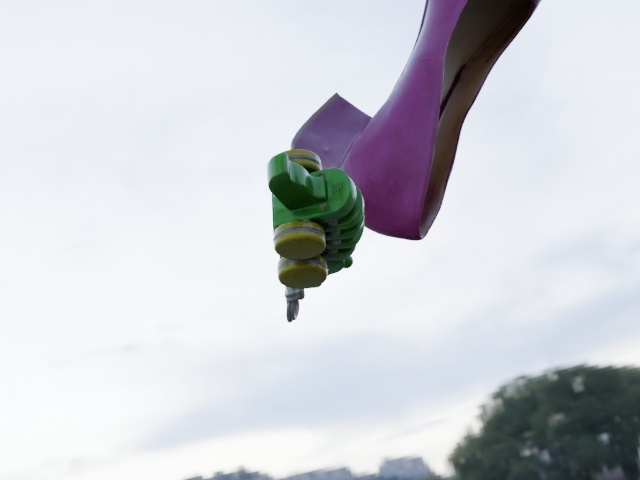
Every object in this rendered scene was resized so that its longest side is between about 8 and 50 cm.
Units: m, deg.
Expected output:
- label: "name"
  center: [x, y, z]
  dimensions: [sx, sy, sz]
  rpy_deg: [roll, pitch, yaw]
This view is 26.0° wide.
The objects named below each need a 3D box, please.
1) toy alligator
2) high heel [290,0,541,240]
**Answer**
- label: "toy alligator"
  center: [0.000, 0.000, 0.804]
  dimensions: [0.051, 0.056, 0.190]
  rpy_deg: [-3, -27, 1]
- label: "high heel"
  center: [0.153, -0.159, 1.305]
  dimensions: [0.377, 0.181, 0.127]
  rpy_deg: [-49, -40, -4]
